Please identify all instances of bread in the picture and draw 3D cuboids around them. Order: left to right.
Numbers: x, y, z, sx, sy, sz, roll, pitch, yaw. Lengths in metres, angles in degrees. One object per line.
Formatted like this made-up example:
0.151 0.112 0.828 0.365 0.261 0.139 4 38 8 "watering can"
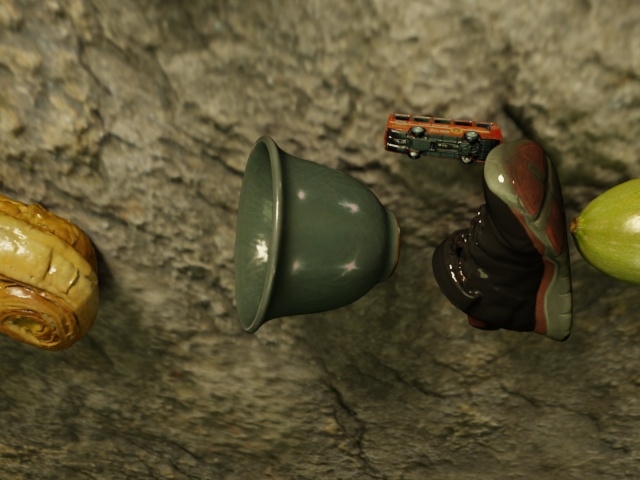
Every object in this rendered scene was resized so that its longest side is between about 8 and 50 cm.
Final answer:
-0.391 0.040 0.782 0.236 0.120 0.198 24 134 -11 "bread"

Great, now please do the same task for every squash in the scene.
0.336 -0.008 0.586 0.186 0.123 0.123 -5 131 15 "squash"

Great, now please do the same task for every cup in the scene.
0.000 0.000 0.641 0.150 0.199 0.199 5 136 -17 "cup"

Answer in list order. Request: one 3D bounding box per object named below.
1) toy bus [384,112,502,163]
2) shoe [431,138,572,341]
0.118 -0.100 0.598 0.110 0.043 0.031 8 130 8 "toy bus"
0.183 0.009 0.635 0.137 0.114 0.291 -5 141 20 "shoe"
